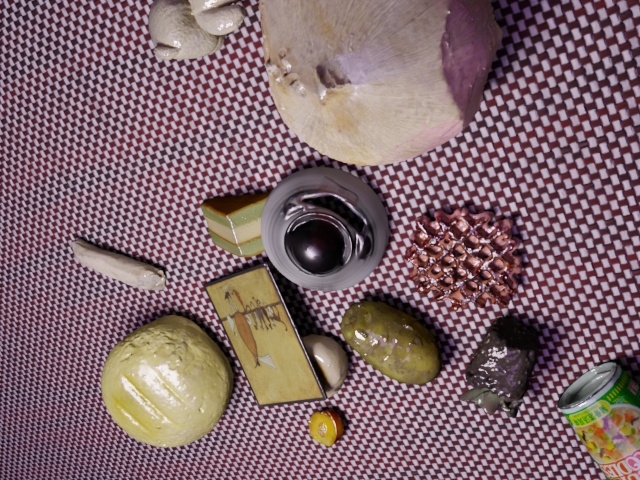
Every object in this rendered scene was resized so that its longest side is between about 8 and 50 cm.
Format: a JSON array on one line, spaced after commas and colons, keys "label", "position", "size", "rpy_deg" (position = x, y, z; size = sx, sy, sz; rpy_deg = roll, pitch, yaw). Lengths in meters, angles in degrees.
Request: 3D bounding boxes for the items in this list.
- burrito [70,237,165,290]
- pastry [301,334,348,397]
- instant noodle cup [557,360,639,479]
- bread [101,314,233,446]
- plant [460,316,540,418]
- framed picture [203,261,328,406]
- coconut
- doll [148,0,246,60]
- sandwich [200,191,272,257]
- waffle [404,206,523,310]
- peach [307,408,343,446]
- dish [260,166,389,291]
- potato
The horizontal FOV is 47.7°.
[{"label": "burrito", "position": [-0.516, 0.061, 1.822], "size": [0.275, 0.059, 0.082], "rpy_deg": [20, 137, 14]}, {"label": "pastry", "position": [-0.009, 0.291, 1.691], "size": [0.156, 0.092, 0.157], "rpy_deg": [10, 117, 21]}, {"label": "instant noodle cup", "position": [0.590, 0.367, 1.404], "size": [0.233, 0.207, 0.207], "rpy_deg": [49, 126, 4]}, {"label": "bread", "position": [-0.384, 0.359, 1.811], "size": [0.320, 0.237, 0.321], "rpy_deg": [11, 123, 17]}, {"label": "plant", "position": [0.369, 0.265, 1.475], "size": [0.142, 0.131, 0.203], "rpy_deg": [25, 115, 9]}, {"label": "framed picture", "position": [-0.134, 0.230, 1.690], "size": [0.255, 0.014, 0.339], "rpy_deg": [-19, 97, 46]}, {"label": "coconut", "position": [0.081, -0.307, 1.159], "size": [0.404, 0.404, 0.405], "rpy_deg": [11, 120, 19]}, {"label": "doll", "position": [-0.204, -0.459, 1.374], "size": [0.278, 0.175, 0.149], "rpy_deg": [-38, 135, 27]}, {"label": "sandwich", "position": [-0.165, -0.049, 1.627], "size": [0.187, 0.144, 0.117], "rpy_deg": [22, 133, 57]}, {"label": "waffle", "position": [0.282, 0.037, 1.442], "size": [0.234, 0.055, 0.221], "rpy_deg": [2, 115, 19]}, {"label": "peach", "position": [0.018, 0.454, 1.785], "size": [0.098, 0.061, 0.098], "rpy_deg": [8, 103, 39]}, {"label": "dish", "position": [0.000, 0.000, 1.470], "size": [0.273, 0.134, 0.274], "rpy_deg": [3, 114, 8]}, {"label": "potato", "position": [0.158, 0.221, 1.566], "size": [0.251, 0.113, 0.149], "rpy_deg": [28, 117, -1]}]
